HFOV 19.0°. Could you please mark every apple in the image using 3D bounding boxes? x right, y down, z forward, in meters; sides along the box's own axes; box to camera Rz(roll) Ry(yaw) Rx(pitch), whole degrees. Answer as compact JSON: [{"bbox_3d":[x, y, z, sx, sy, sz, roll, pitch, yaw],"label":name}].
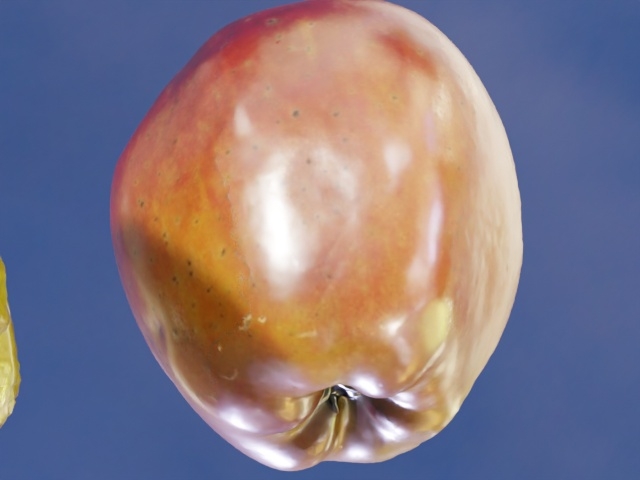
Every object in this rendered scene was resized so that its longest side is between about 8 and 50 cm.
[{"bbox_3d":[-0.002,-0.002,0.709,0.156,0.158,0.147,-18,-44,8],"label":"apple"}]

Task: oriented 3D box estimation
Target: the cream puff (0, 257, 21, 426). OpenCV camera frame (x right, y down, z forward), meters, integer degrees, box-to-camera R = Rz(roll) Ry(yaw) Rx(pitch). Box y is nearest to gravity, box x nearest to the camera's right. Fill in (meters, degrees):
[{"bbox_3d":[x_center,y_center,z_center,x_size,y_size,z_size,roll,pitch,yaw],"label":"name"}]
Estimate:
[{"bbox_3d":[-0.192,-0.012,0.503,0.244,0.196,0.244,15,-60,27],"label":"cream puff"}]
